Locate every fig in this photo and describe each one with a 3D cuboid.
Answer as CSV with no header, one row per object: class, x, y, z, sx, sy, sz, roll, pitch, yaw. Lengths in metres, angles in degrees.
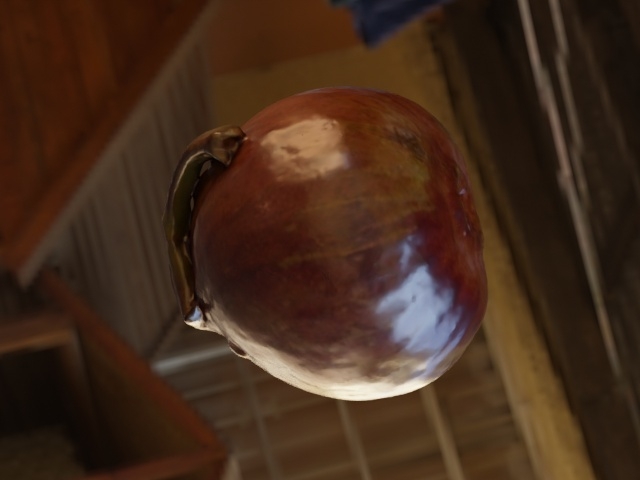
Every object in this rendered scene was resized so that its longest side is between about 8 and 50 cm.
fig,0.001,0.001,1.146,0.205,0.205,0.205,167,-90,-80
